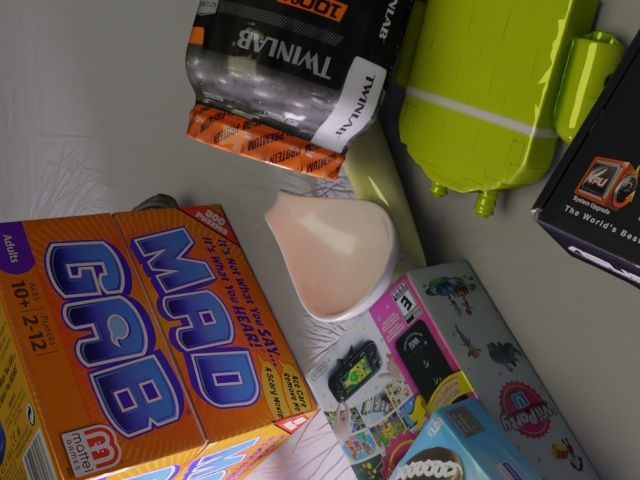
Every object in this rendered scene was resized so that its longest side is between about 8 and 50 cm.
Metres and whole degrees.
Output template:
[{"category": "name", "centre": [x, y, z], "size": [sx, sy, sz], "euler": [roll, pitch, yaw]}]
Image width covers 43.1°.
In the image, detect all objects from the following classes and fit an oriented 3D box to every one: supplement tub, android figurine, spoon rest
[{"category": "supplement tub", "centre": [-0.011, -0.244, 0.811], "size": [0.207, 0.207, 0.338], "euler": [23, 100, 46]}, {"category": "android figurine", "centre": [0.165, -0.160, 0.780], "size": [0.248, 0.056, 0.273], "euler": [27, 114, 44]}, {"category": "spoon rest", "centre": [0.000, 0.000, 0.917], "size": [0.137, 0.084, 0.276], "euler": [-58, 28, 4]}]

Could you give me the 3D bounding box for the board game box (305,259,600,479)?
[{"category": "board game box", "centre": [0.133, 0.210, 0.850], "size": [0.224, 0.097, 0.303], "euler": [-51, 59, 41]}]

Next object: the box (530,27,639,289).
[{"category": "box", "centre": [0.362, -0.060, 0.434], "size": [0.395, 0.097, 0.318], "euler": [33, 91, 43]}]

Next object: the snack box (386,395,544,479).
[{"category": "snack box", "centre": [0.114, 0.324, 0.770], "size": [0.187, 0.060, 0.322], "euler": [50, 132, 33]}]

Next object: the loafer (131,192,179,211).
[{"category": "loafer", "centre": [-0.300, 0.005, 1.349], "size": [0.267, 0.096, 0.084], "euler": [-54, 20, 40]}]

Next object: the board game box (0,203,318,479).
[{"category": "board game box", "centre": [-0.294, 0.204, 1.161], "size": [0.356, 0.356, 0.356], "euler": [-51, 58, 42]}]

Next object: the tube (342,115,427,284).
[{"category": "tube", "centre": [0.062, -0.067, 0.920], "size": [0.062, 0.070, 0.240], "euler": [-22, 81, 20]}]
